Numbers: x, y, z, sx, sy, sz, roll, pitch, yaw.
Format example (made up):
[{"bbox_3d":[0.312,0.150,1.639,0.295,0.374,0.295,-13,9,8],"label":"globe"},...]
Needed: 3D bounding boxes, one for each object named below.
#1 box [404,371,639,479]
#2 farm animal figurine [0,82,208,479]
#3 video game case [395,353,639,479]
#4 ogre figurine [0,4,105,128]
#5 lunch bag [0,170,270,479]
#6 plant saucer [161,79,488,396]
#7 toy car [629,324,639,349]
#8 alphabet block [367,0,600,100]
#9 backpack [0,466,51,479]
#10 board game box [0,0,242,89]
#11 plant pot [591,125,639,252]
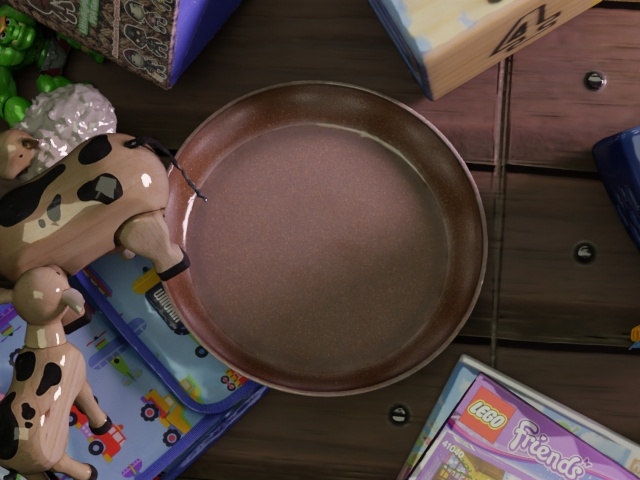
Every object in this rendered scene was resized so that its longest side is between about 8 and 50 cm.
[{"bbox_3d":[0.210,0.283,1.378,0.293,0.057,0.201,35,91,8],"label":"box"},{"bbox_3d":[-0.247,0.023,1.278,0.327,0.172,0.330,-43,52,-12],"label":"farm animal figurine"},{"bbox_3d":[0.183,0.239,1.426,0.212,0.023,0.193,27,88,9],"label":"video game case"},{"bbox_3d":[-0.272,-0.183,1.492,0.118,0.097,0.197,19,103,-9],"label":"ogre figurine"},{"bbox_3d":[-0.163,0.095,1.447,0.293,0.138,0.221,-42,80,-11],"label":"lunch bag"},{"bbox_3d":[0.000,0.000,1.421,0.310,0.050,0.311,2,69,-5],"label":"plant saucer"},{"bbox_3d":[0.321,0.137,1.422,0.040,0.060,0.122,-29,57,47],"label":"toy car"},{"bbox_3d":[0.133,-0.268,1.395,0.197,0.193,0.192,-32,83,3],"label":"alphabet block"},{"bbox_3d":[-0.323,0.305,1.383,0.191,0.253,0.225,-32,81,-42],"label":"backpack"},{"bbox_3d":[-0.200,-0.318,1.417,0.291,0.141,0.232,29,56,9],"label":"board game box"},{"bbox_3d":[0.388,-0.025,1.327,0.236,0.236,0.212,-19,90,5],"label":"plant pot"}]
